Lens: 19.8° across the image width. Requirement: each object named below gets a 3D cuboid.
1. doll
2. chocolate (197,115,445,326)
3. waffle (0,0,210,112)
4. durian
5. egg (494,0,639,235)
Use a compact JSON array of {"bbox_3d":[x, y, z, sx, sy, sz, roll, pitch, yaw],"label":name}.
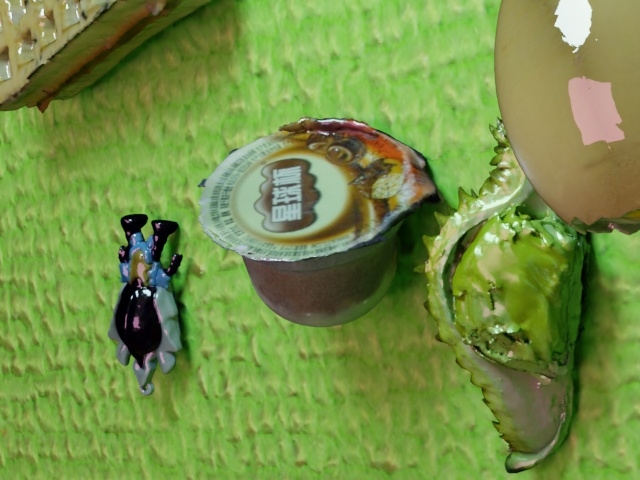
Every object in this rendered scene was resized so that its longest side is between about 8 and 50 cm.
[{"bbox_3d":[-0.186,0.071,1.956,0.096,0.070,0.195,9,103,32],"label":"doll"},{"bbox_3d":[0.007,-0.001,1.651,0.221,0.221,0.147,31,150,42],"label":"chocolate"},{"bbox_3d":[-0.253,-0.298,1.879,0.376,0.114,0.261,-22,76,54],"label":"waffle"},{"bbox_3d":[0.155,0.028,1.505,0.132,0.106,0.375,15,115,42],"label":"durian"},{"bbox_3d":[0.220,-0.123,1.307,0.201,0.201,0.244,-39,68,48],"label":"egg"}]
